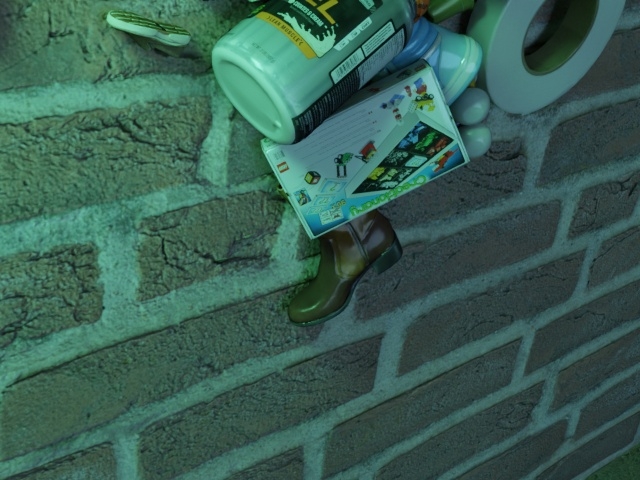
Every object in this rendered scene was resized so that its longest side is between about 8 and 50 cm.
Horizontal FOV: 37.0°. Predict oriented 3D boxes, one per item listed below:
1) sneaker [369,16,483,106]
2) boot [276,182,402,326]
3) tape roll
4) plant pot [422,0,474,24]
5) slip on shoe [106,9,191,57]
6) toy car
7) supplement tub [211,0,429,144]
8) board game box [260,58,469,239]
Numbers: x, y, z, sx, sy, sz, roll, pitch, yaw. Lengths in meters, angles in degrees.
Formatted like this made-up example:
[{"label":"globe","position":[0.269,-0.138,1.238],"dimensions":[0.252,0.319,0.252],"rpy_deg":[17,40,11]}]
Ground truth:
[{"label":"sneaker","position":[0.108,-0.262,1.664],"dimensions":[0.208,0.127,0.319],"rpy_deg":[26,115,-26]},{"label":"boot","position":[0.000,0.000,1.728],"dimensions":[0.264,0.096,0.280],"rpy_deg":[-34,130,0]},{"label":"tape roll","position":[0.443,-0.428,1.865],"dimensions":[0.392,0.072,0.392],"rpy_deg":[-27,140,-25]},{"label":"plant pot","position":[0.214,-0.421,1.688],"dimensions":[0.079,0.083,0.083],"rpy_deg":[-37,138,-6]},{"label":"slip on shoe","position":[-0.241,-0.285,1.333],"dimensions":[0.135,0.051,0.041],"rpy_deg":[-1,127,-52]},{"label":"toy car","position":[0.241,-0.242,1.794],"dimensions":[0.136,0.159,0.182],"rpy_deg":[-11,131,1]},{"label":"supplement tub","position":[0.006,-0.309,1.451],"dimensions":[0.316,0.193,0.193],"rpy_deg":[-44,139,-17]},{"label":"board game box","position":[0.077,-0.149,1.607],"dimensions":[0.305,0.053,0.193],"rpy_deg":[-26,121,3]}]
